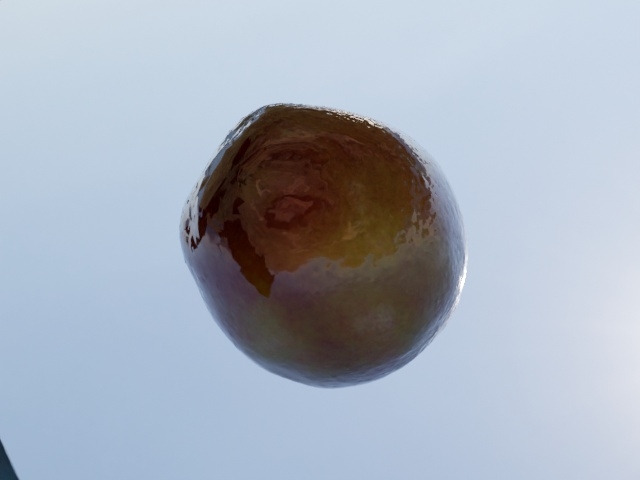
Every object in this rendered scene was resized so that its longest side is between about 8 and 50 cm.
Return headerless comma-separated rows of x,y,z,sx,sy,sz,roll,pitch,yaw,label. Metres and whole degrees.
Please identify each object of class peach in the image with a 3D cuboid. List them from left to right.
0.000,0.000,1.347,0.307,0.308,0.332,-14,156,15,peach

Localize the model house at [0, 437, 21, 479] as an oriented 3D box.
-0.491,0.204,1.111,0.339,0.360,0.297,-28,178,19,model house
